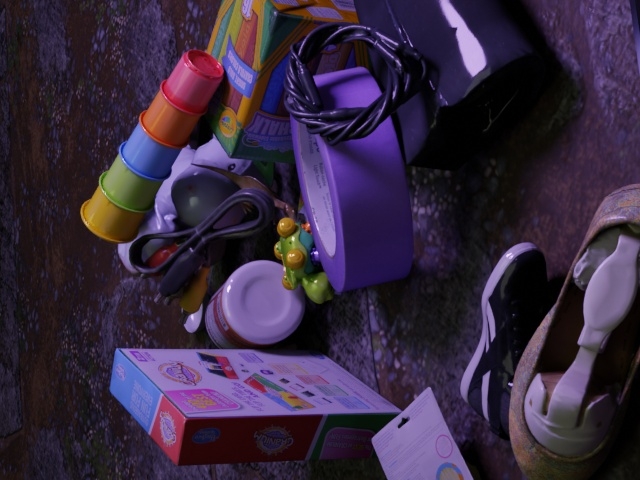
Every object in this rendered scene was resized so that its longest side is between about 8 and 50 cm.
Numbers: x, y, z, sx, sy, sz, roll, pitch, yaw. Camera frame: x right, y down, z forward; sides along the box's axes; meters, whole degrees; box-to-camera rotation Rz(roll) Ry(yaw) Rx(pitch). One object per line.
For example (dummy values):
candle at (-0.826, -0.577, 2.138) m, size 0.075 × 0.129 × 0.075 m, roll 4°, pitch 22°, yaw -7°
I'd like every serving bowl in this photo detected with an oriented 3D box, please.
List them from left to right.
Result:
serving bowl at (-0.209, 0.117, 2.119) m, size 0.083 × 0.027 × 0.083 m, roll -9°, pitch 79°, yaw 58°

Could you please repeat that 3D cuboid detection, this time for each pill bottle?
pill bottle at (-0.104, 0.108, 1.828) m, size 0.216 × 0.121 × 0.121 m, roll 138°, pitch 129°, yaw -70°

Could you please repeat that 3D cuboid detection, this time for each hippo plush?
hippo plush at (-0.173, -0.064, 1.963) m, size 0.237 × 0.234 × 0.294 m, roll -12°, pitch 34°, yaw 41°

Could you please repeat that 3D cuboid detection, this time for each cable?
cable at (-0.178, -0.002, 1.829) m, size 0.139 × 0.072 × 0.287 m, roll 46°, pitch 118°, yaw 5°
cable at (0.028, -0.185, 1.430) m, size 0.184 × 0.047 × 0.150 m, roll 35°, pitch 85°, yaw 37°

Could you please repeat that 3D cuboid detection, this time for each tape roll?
tape roll at (0.035, -0.076, 1.561) m, size 0.275 × 0.090 × 0.274 m, roll 168°, pitch 90°, yaw -82°

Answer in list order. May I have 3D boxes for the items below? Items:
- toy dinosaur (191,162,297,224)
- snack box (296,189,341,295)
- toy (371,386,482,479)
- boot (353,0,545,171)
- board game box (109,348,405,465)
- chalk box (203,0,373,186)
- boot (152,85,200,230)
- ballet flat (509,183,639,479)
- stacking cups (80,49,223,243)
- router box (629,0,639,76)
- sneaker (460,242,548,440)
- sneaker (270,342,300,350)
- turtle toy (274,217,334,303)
toy dinosaur at (-0.096, -0.074, 1.810) m, size 0.053 × 0.183 × 0.092 m, roll -56°, pitch -16°, yaw -15°
snack box at (0.000, 0.000, 1.770) m, size 0.100 × 0.037 × 0.141 m, roll 22°, pitch 105°, yaw 56°
toy at (0.156, 0.308, 1.462) m, size 0.137 × 0.056 × 0.237 m, roll -49°, pitch 52°, yaw 41°
boot at (0.146, -0.355, 1.452) m, size 0.367 × 0.146 × 0.445 m, roll 118°, pitch 145°, yaw -48°
board game box at (-0.086, 0.212, 1.622) m, size 0.242 × 0.317 × 0.064 m, roll 30°, pitch 113°, yaw 57°
chalk box at (-0.060, -0.219, 1.754) m, size 0.180 × 0.179 × 0.288 m, roll 54°, pitch 132°, yaw 48°
boot at (-0.257, -0.147, 2.191) m, size 0.115 × 0.112 × 0.305 m, roll -82°, pitch 4°, yaw -68°
ballet flat at (0.265, 0.111, 1.220) m, size 0.123 × 0.123 × 0.348 m, roll 43°, pitch 121°, yaw 52°
stacking cups at (-0.241, -0.133, 1.764) m, size 0.316 × 0.096 × 0.096 m, roll -55°, pitch 43°, yaw 34°
router box at (0.393, -0.191, 1.089) m, size 0.243 × 0.081 × 0.308 m, roll -24°, pitch 67°, yaw 57°
sneaker at (0.231, 0.120, 1.345) m, size 0.121 × 0.079 × 0.216 m, roll 46°, pitch 134°, yaw 47°
sneaker at (-0.074, 0.217, 1.857) m, size 0.185 × 0.070 × 0.083 m, roll -40°, pitch 67°, yaw 54°
turtle toy at (-0.020, 0.029, 1.700) m, size 0.095 × 0.066 × 0.130 m, roll 103°, pitch 154°, yaw -63°
